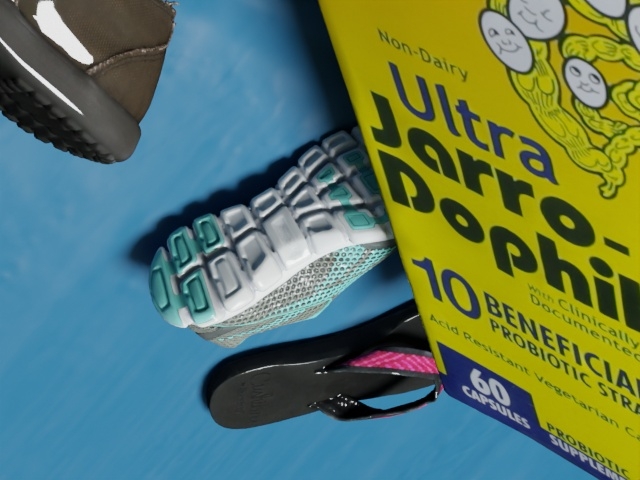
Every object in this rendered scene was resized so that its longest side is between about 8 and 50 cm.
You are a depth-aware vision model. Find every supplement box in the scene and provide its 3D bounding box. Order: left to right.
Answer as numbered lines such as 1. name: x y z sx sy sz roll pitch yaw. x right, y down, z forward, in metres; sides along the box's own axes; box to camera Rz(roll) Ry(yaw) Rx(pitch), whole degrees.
1. supplement box: 0.146 -0.060 0.509 0.195 0.194 0.356 -44 140 -21

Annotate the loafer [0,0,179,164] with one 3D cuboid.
1. loafer: -0.129 -0.116 0.451 0.078 0.080 0.220 -59 137 -17

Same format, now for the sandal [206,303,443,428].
1. sandal: 0.027 0.077 0.721 0.179 0.040 0.067 -14 134 -16

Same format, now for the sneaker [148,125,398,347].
1. sneaker: 0.000 0.000 0.635 0.166 0.065 0.076 -25 153 -1
